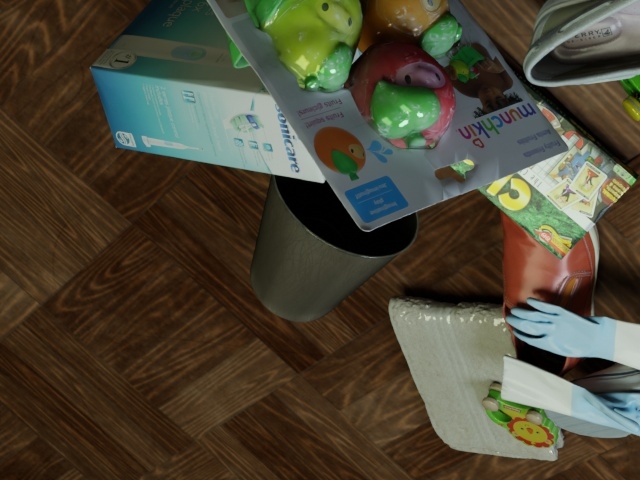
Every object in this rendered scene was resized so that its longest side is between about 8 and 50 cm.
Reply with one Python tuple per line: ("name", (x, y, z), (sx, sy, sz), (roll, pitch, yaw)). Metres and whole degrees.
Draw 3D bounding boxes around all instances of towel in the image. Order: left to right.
("towel", (0.214, 0.186, 2.449), (0.187, 0.049, 0.282), (3, 132, 31))

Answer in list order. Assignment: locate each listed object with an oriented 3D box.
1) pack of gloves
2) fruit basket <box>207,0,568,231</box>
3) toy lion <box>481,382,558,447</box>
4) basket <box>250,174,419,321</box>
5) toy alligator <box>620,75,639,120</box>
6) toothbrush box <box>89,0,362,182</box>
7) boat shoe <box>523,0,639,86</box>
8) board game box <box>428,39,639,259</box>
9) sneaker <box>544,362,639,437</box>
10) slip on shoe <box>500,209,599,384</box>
("pack of gloves", (0.327, 0.168, 2.196), (0.232, 0.046, 0.195), (13, 136, 18))
("fruit basket", (0.065, -0.199, 1.857), (0.353, 0.327, 0.165), (53, 137, 18))
("toy lion", (0.268, 0.240, 2.408), (0.100, 0.034, 0.096), (16, 145, 21))
("basket", (0.000, 0.000, 2.340), (0.204, 0.154, 0.227), (35, 145, 4))
("toy alligator", (0.356, -0.162, 1.990), (0.190, 0.056, 0.051), (51, 176, 8))
("toothbrush box", (-0.085, -0.199, 2.139), (0.295, 0.216, 0.126), (12, 136, 28))
("boat shoe", (0.363, -0.225, 1.861), (0.320, 0.103, 0.118), (-8, 125, 29))
("board game box", (0.226, -0.109, 2.094), (0.259, 0.030, 0.136), (40, 115, 0))
("sneaker", (0.400, 0.180, 2.270), (0.258, 0.091, 0.094), (-17, 121, 40))
("slip on shoe", (0.273, 0.044, 2.217), (0.123, 0.101, 0.331), (14, 134, 29))
